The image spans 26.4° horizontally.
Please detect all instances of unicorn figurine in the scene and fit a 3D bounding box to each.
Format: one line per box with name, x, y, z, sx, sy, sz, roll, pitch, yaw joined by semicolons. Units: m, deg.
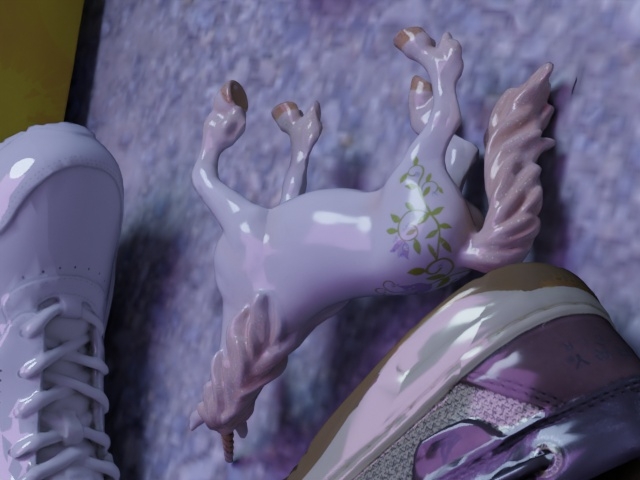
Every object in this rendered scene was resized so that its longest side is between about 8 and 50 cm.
unicorn figurine;0.000;0.000;0.438;0.162;0.060;0.111;-22;62;41

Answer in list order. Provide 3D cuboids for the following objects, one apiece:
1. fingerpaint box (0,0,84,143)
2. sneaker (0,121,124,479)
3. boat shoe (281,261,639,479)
fingerpaint box;-0.273;-0.178;0.705;0.371;0.163;0.444;-6;73;46
sneaker;-0.108;0.073;0.523;0.115;0.090;0.232;27;107;41
boat shoe;0.012;0.108;0.378;0.223;0.080;0.073;-53;41;15
